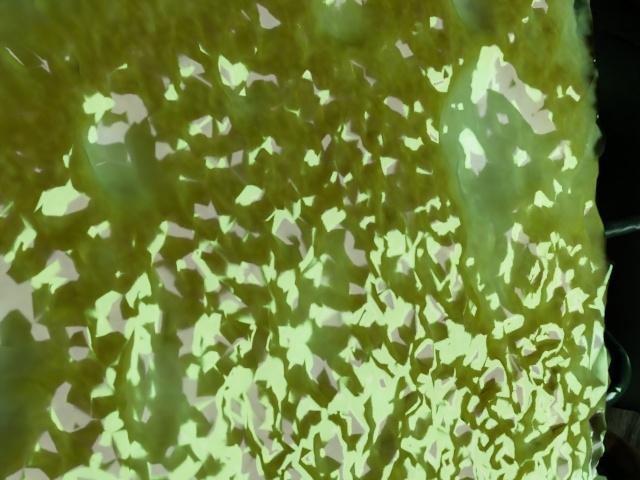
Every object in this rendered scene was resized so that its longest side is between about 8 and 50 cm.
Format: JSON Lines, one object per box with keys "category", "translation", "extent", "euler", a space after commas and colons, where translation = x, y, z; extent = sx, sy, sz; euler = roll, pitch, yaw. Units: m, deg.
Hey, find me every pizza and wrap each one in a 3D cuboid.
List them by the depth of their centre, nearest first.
{"category": "pizza", "translation": [-0.013, -0.028, 0.591], "extent": [0.435, 0.080, 0.392], "euler": [38, 60, -37]}

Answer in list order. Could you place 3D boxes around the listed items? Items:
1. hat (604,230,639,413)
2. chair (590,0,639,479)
{"category": "hat", "translation": [0.199, 0.050, 1.069], "extent": [0.209, 0.336, 0.238], "euler": [-19, 154, -21]}
{"category": "chair", "translation": [0.106, 0.083, 0.906], "extent": [0.226, 0.226, 0.401], "euler": [-51, 148, -42]}
